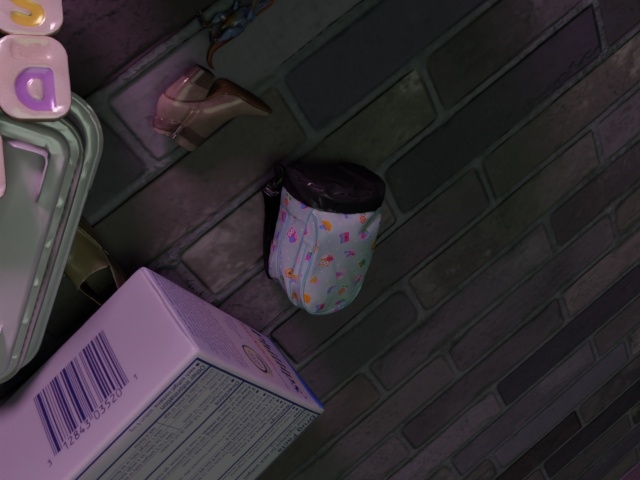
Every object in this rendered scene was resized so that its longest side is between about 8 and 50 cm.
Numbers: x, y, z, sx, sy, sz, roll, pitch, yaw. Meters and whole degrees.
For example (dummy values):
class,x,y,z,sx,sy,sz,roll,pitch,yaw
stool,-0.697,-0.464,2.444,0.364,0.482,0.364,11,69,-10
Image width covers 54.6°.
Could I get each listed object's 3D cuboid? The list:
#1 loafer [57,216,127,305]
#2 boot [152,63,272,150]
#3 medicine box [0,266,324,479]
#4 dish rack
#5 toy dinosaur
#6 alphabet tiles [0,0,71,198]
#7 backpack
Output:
class,x,y,z,sx,sy,sz,roll,pitch,yaw
loafer,-0.260,0.020,0.679,0.056,0.050,0.148,-40,130,-4
boot,-0.121,-0.135,0.678,0.118,0.042,0.087,24,110,-37
medicine box,-0.184,0.216,0.748,0.263,0.149,0.289,-45,142,1
dish rack,-0.374,-0.006,0.560,0.285,0.072,0.333,15,110,-27
toy dinosaur,-0.086,-0.236,0.649,0.082,0.047,0.090,-26,161,-25
alphabet tiles,-0.343,-0.161,0.466,0.284,0.021,0.278,-5,95,-27
backpack,0.000,0.000,0.778,0.151,0.115,0.182,-1,121,-33
